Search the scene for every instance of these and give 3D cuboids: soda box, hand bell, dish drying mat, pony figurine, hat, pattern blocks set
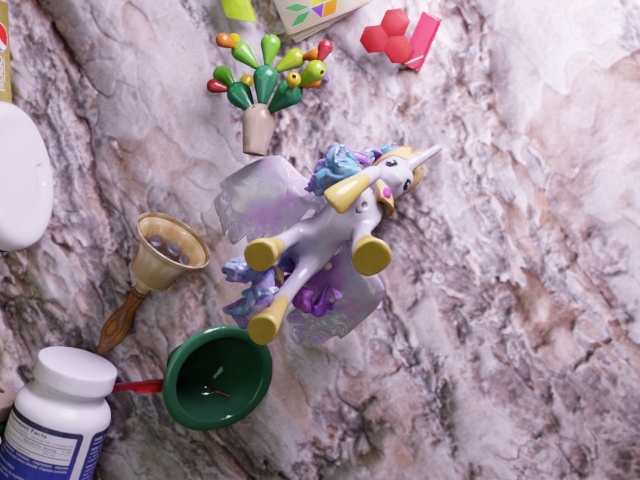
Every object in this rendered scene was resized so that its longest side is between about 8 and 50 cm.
[{"bbox_3d":[-0.531,-0.289,1.428,0.058,0.061,0.182,1,95,10],"label":"soda box"},{"bbox_3d":[-0.285,0.087,1.415,0.126,0.126,0.242,38,113,5],"label":"hand bell"},{"bbox_3d":[0.149,-0.294,1.334,0.032,0.008,0.083,24,99,8],"label":"dish drying mat"},{"bbox_3d":[0.000,0.000,1.251,0.351,0.363,0.303,-35,96,27],"label":"pony figurine"},{"bbox_3d":[-0.208,0.190,1.435,0.208,0.183,0.173,-2,105,-31],"label":"hat"},{"bbox_3d":[-0.016,-0.396,1.319,0.285,0.026,0.325,-9,105,15],"label":"pattern blocks set"}]

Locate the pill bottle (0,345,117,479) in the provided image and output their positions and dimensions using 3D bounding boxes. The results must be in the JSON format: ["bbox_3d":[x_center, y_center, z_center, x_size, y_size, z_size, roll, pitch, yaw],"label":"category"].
[{"bbox_3d":[-0.418,0.311,1.417,0.153,0.153,0.265,21,98,8],"label":"pill bottle"}]

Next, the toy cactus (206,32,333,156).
[{"bbox_3d":[-0.085,-0.215,1.306,0.218,0.112,0.181,6,85,29],"label":"toy cactus"}]

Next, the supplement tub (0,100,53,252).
[{"bbox_3d":[-0.598,-0.083,1.374,0.316,0.228,0.229,-6,94,11],"label":"supplement tub"}]

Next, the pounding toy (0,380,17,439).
[{"bbox_3d":[-0.549,0.298,1.479,0.141,0.100,0.130,32,99,17],"label":"pounding toy"}]
